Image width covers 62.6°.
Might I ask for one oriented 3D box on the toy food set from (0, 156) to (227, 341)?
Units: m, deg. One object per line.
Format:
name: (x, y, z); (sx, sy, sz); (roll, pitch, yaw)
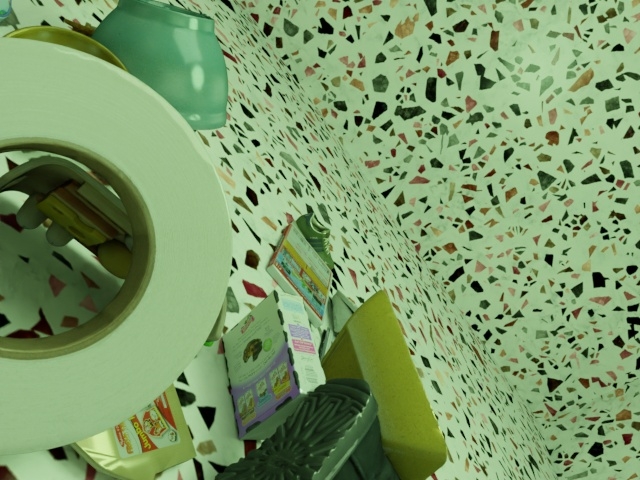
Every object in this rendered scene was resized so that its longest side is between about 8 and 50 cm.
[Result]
toy food set: (-0.286, 0.027, 0.684); (0.306, 0.220, 0.092); (45, 60, -27)

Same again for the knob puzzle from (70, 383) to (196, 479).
knob puzzle: (-0.258, 0.220, 0.674); (0.213, 0.030, 0.213); (48, 21, -25)

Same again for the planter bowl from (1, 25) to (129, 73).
planter bowl: (-0.424, -0.232, 0.862); (0.217, 0.090, 0.217); (16, 60, -29)

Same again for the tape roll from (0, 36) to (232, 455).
tape roll: (-0.277, 0.007, 0.517); (0.392, 0.392, 0.072); (47, -23, -26)

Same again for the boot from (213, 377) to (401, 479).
boot: (0.019, 0.481, 0.740); (0.367, 0.146, 0.444); (-33, 113, -34)

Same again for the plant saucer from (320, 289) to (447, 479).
plant saucer: (0.070, 0.315, 0.987); (0.081, 0.332, 0.332); (3, 46, -24)

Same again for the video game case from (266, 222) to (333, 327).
video game case: (-0.047, 0.084, 1.419); (0.204, 0.025, 0.285); (52, 19, -15)

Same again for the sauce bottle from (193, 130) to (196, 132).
sauce bottle: (-0.338, -0.208, 1.063); (0.111, 0.111, 0.344); (51, 18, -15)

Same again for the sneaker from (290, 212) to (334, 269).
sneaker: (0.000, 0.000, 1.574); (0.192, 0.086, 0.064); (53, 19, -11)

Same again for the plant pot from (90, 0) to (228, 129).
plant pot: (-0.309, -0.357, 1.025); (0.293, 0.196, 0.293); (15, 22, -6)

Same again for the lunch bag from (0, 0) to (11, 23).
lunch bag: (-0.592, -0.435, 0.834); (0.176, 0.090, 0.218); (34, 29, -50)

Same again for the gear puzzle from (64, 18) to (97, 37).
gear puzzle: (-0.433, -0.430, 1.208); (0.176, 0.044, 0.339); (26, 10, 19)

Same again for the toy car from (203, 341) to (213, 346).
toy car: (-0.218, 0.077, 0.842); (0.053, 0.239, 0.224); (-46, 133, -33)

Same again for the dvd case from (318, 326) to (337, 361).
dvd case: (0.070, 0.338, 1.301); (0.221, 0.018, 0.164); (52, 19, -12)

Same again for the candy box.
candy box: (-0.083, 0.211, 0.895); (0.070, 0.165, 0.196); (21, 38, -40)

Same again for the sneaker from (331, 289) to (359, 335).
sneaker: (0.069, 0.211, 1.411); (0.090, 0.094, 0.235); (39, 3, -23)
